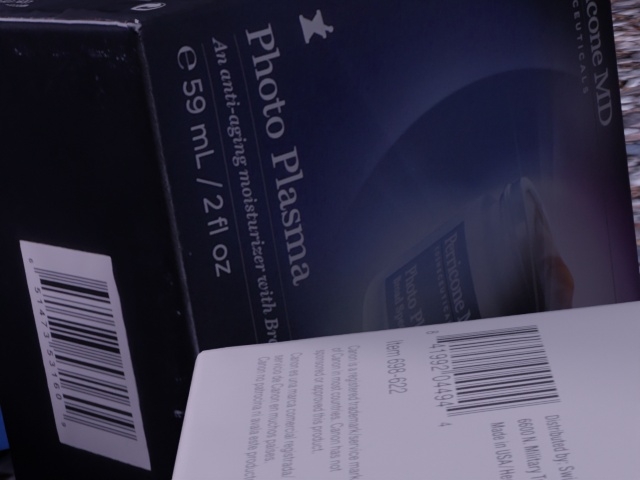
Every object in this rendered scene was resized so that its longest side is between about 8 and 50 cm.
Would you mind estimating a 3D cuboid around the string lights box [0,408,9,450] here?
[{"bbox_3d":[-0.256,0.085,1.009,0.133,0.077,0.259,-2,2,23],"label":"string lights box"}]

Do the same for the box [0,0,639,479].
[{"bbox_3d":[0.000,0.000,0.894,0.294,0.296,0.182,-23,21,-39],"label":"box"}]

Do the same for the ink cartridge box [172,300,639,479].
[{"bbox_3d":[0.148,0.132,0.609,0.384,0.160,0.279,-8,17,4],"label":"ink cartridge box"}]
